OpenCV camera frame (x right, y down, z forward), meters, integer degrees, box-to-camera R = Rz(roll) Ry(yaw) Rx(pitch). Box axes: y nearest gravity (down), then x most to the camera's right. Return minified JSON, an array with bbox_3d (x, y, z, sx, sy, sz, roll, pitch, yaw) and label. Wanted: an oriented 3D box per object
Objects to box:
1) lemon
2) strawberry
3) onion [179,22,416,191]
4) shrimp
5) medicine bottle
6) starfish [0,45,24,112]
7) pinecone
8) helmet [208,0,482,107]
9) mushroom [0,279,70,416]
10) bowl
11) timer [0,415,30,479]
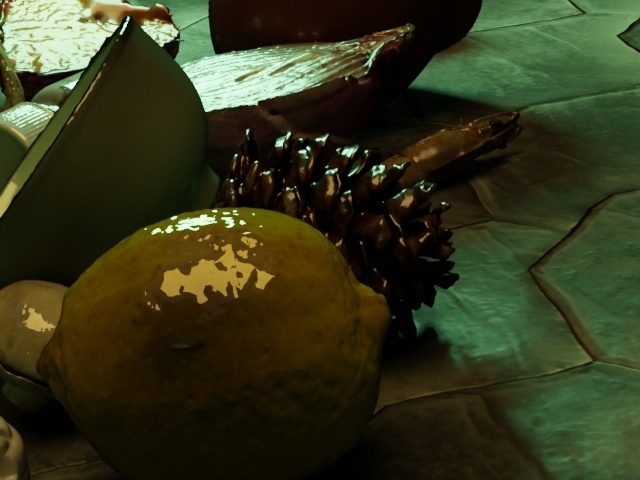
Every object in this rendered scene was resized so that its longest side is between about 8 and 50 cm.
[{"bbox_3d":[-0.090,0.100,1.335,0.310,0.253,0.253,-9,24,4],"label":"lemon"},{"bbox_3d":[-0.376,-0.290,2.404,0.280,0.150,0.253,-17,46,-23],"label":"strawberry"},{"bbox_3d":[-0.031,-0.148,1.921,0.349,0.159,0.267,-14,24,-6],"label":"onion"},{"bbox_3d":[0.106,-0.105,1.953,0.296,0.058,0.169,-23,26,-22],"label":"shrimp"},{"bbox_3d":[-0.296,-0.130,1.992,0.165,0.165,0.273,13,31,39],"label":"medicine bottle"},{"bbox_3d":[-0.542,-0.096,2.031,0.398,0.132,0.384,-47,39,-18],"label":"starfish"},{"bbox_3d":[0.000,0.000,1.557,0.272,0.224,0.224,-2,25,4],"label":"pinecone"},{"bbox_3d":[0.001,-0.277,2.113,0.385,0.337,0.230,14,63,20],"label":"helmet"},{"bbox_3d":[-0.264,0.109,1.521,0.154,0.122,0.154,30,8,-5],"label":"mushroom"},{"bbox_3d":[-0.231,-0.048,1.690,0.185,0.354,0.354,34,21,-14],"label":"bowl"},{"bbox_3d":[-0.382,0.226,1.337,0.237,0.087,0.262,-4,25,8],"label":"timer"}]
